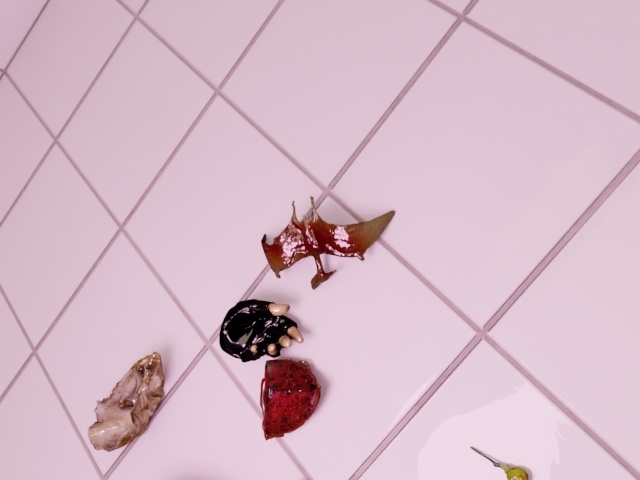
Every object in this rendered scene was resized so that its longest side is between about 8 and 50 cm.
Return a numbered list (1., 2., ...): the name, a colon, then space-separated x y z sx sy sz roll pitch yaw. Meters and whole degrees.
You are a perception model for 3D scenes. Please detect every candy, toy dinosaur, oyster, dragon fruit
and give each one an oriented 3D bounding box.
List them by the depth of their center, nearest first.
1. candy: 0.331 0.421 1.132 0.122 0.035 0.035 24 109 40
2. dragon fruit: -0.073 0.359 1.364 0.127 0.121 0.161 7 112 -7
3. toy dinosaur: 0.002 -0.009 1.398 0.327 0.113 0.207 -40 87 29
4. oyster: -0.488 0.422 1.573 0.166 0.110 0.342 35 100 37

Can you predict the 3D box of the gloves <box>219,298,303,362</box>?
1. gloves: -0.130 0.215 1.401 0.203 0.124 0.165 15 95 18
